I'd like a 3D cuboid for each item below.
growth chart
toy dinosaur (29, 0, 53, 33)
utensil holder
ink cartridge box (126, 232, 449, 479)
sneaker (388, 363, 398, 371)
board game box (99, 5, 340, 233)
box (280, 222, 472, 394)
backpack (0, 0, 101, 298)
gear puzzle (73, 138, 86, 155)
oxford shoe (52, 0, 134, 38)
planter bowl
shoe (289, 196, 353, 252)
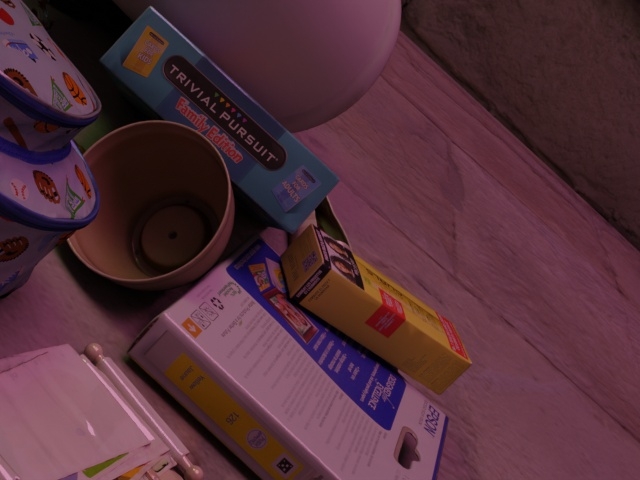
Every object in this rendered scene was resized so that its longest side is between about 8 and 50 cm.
[{"bbox_3d":[-0.191,0.144,0.821,0.172,0.021,0.237,52,21,18],"label":"growth chart"},{"bbox_3d":[-0.330,-0.249,1.307,0.090,0.047,0.082,30,41,-60],"label":"toy dinosaur"},{"bbox_3d":[-0.103,-0.362,1.403,0.328,0.327,0.385,56,6,28],"label":"utensil holder"},{"bbox_3d":[-0.014,0.149,1.096,0.307,0.072,0.303,46,18,-1],"label":"ink cartridge box"},{"bbox_3d":[0.025,0.114,1.267,0.152,0.054,0.061,44,25,20],"label":"sneaker"},{"bbox_3d":[-0.115,-0.123,1.232,0.254,0.079,0.336,42,-3,-7],"label":"board game box"},{"bbox_3d":[0.062,0.079,1.216,0.232,0.058,0.087,36,19,-26],"label":"box"},{"bbox_3d":[-0.290,-0.086,0.842,0.263,0.213,0.276,54,17,-4],"label":"backpack"},{"bbox_3d":[-0.328,-0.182,1.099,0.339,0.044,0.175,53,10,-5],"label":"gear puzzle"},{"bbox_3d":[-0.272,-0.334,1.502,0.227,0.096,0.083,17,32,-55],"label":"oxford shoe"},{"bbox_3d":[-0.154,-0.019,1.055,0.162,0.162,0.109,53,-6,23],"label":"planter bowl"},{"bbox_3d":[0.000,0.000,1.421,0.076,0.058,0.219,31,24,-33],"label":"shoe"}]
